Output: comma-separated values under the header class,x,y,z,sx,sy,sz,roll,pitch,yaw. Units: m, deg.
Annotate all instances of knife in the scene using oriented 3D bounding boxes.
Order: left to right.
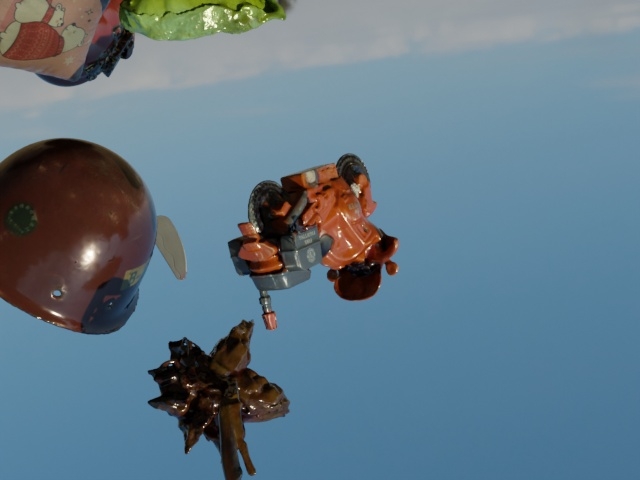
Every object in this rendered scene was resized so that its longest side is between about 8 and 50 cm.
class,x,y,z,sx,sy,sz,roll,pitch,yaw
knife,-0.313,-0.029,1.919,0.058,0.244,0.032,-34,163,-18

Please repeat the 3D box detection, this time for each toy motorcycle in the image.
class,x,y,z,sx,sy,sz,roll,pitch,yaw
toy motorcycle,0.000,0.000,1.492,0.147,0.221,0.325,-9,-171,37

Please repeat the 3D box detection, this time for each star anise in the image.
class,x,y,z,sx,sy,sz,roll,pitch,yaw
star anise,-0.136,0.239,1.472,0.237,0.148,0.346,30,-160,-18

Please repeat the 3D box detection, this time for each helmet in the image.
class,x,y,z,sx,sy,sz,roll,pitch,yaw
helmet,-0.393,-0.047,1.650,0.230,0.337,0.385,-53,177,20

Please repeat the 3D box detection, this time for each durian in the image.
class,x,y,z,sx,sy,sz,roll,pitch,yaw
durian,-0.187,-0.366,1.572,0.250,0.139,0.101,-10,156,-19

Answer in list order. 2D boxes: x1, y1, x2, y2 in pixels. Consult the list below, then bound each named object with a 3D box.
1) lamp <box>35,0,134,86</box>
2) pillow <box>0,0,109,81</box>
class,x,y,z,sx,sy,sz,roll,pitch,yaw
lamp,-0.446,-0.387,1.866,0.227,0.227,0.227,-11,-163,3
pillow,-0.437,-0.349,1.566,0.223,0.236,0.084,-1,-131,-41
